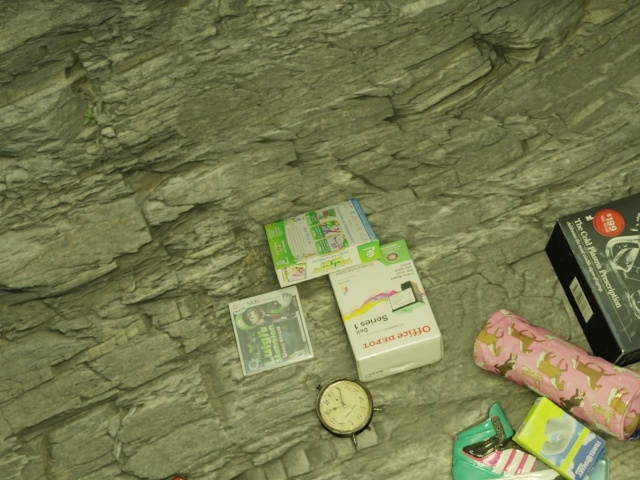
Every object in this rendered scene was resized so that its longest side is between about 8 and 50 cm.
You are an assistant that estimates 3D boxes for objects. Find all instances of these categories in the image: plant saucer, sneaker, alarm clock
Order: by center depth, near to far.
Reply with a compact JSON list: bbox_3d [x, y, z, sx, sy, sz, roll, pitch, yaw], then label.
[{"bbox_3d":[0.580,0.557,1.787,0.067,0.018,0.192,8,68,9],"label":"plant saucer"},{"bbox_3d":[0.419,0.435,1.799,0.295,0.124,0.178,-10,80,2],"label":"sneaker"},{"bbox_3d":[0.041,0.369,1.897,0.192,0.064,0.129,38,74,16],"label":"alarm clock"}]

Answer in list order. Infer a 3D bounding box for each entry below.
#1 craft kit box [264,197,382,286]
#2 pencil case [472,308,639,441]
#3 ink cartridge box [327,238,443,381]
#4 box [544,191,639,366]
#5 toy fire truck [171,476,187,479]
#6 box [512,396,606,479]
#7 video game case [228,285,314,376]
[{"bbox_3d":[0.000,0.000,1.999,0.246,0.061,0.250,-14,27,-3],"label":"craft kit box"},{"bbox_3d":[0.514,0.277,1.779,0.386,0.167,0.160,24,59,37],"label":"pencil case"},{"bbox_3d":[0.146,0.160,1.929,0.201,0.117,0.278,-16,55,-2],"label":"ink cartridge box"},{"bbox_3d":[0.735,0.081,1.898,0.312,0.179,0.343,-18,66,-4],"label":"box"},{"bbox_3d":[-0.323,0.674,1.761,0.254,0.169,0.302,39,74,-5],"label":"toy fire truck"},{"bbox_3d":[0.500,0.419,1.719,0.178,0.042,0.109,36,76,3],"label":"box"},{"bbox_3d":[-0.120,0.217,2.005,0.173,0.022,0.190,-15,65,-1],"label":"video game case"}]
